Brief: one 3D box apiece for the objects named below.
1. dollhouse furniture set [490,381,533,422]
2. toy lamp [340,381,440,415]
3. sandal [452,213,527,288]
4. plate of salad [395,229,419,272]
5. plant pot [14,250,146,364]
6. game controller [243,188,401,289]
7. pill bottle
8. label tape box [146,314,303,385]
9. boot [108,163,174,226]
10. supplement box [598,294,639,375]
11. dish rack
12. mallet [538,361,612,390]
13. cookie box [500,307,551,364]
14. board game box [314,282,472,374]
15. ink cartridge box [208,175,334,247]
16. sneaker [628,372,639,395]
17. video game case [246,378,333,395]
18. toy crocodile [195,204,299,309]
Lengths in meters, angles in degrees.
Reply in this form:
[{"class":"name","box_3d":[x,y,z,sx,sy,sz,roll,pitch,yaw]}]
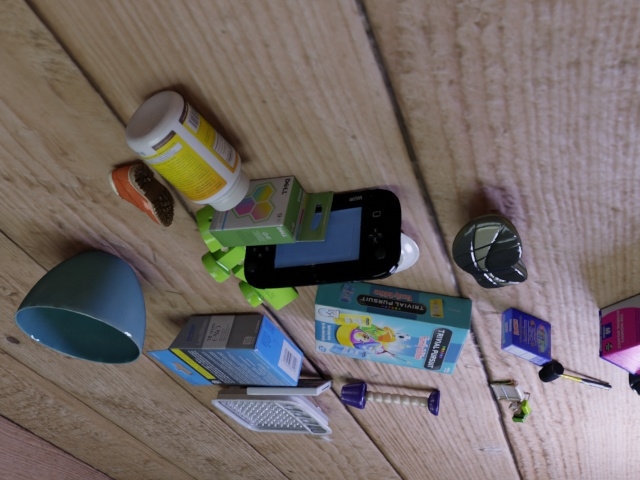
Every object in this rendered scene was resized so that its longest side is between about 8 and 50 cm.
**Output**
[{"class":"dollhouse furniture set","box_3d":[0.516,0.412,1.971,0.076,0.059,0.152,-5,126,39]},{"class":"toy lamp","box_3d":[0.194,0.444,2.081,0.274,0.080,0.080,4,148,15]},{"class":"sandal","box_3d":[0.310,0.013,1.356,0.120,0.086,0.303,-6,159,17]},{"class":"plate of salad","box_3d":[0.093,0.012,1.452,0.199,0.048,0.200,5,151,3]},{"class":"plant pot","box_3d":[-0.532,0.139,1.733,0.290,0.196,0.290,8,149,5]},{"class":"game controller","box_3d":[0.000,0.000,1.354,0.319,0.167,0.067,-7,166,28]},{"class":"pill bottle","box_3d":[-0.215,-0.142,1.247,0.117,0.117,0.215,-11,141,33]},{"class":"label tape box","box_3d":[-0.249,0.295,1.970,0.333,0.106,0.241,-4,146,25]},{"class":"boot","box_3d":[-0.347,-0.086,1.447,0.084,0.059,0.158,-2,138,27]},{"class":"supplement box","box_3d":[0.663,0.170,1.444,0.113,0.111,0.220,26,145,-20]},{"class":"dish rack","box_3d":[-0.148,0.529,2.345,0.332,0.072,0.285,-6,145,27]},{"class":"mallet","box_3d":[0.620,0.341,1.812,0.189,0.039,0.062,20,147,-20]},{"class":"cookie box","box_3d":[0.443,0.207,1.601,0.107,0.092,0.040,24,144,-17]},{"class":"board game box","box_3d":[0.157,0.199,1.700,0.335,0.079,0.254,9,149,6]},{"class":"ink cartridge box","box_3d":[-0.090,-0.053,1.353,0.209,0.109,0.062,-3,146,24]},{"class":"sneaker","box_3d":[0.739,0.259,1.515,0.226,0.164,0.086,-19,135,39]},{"class":"video game case","box_3d":[-0.082,0.409,2.076,0.201,0.023,0.183,-2,177,14]},{"class":"toy crocodile","box_3d":[-0.149,0.045,1.543,0.115,0.105,0.340,-37,139,7]}]
